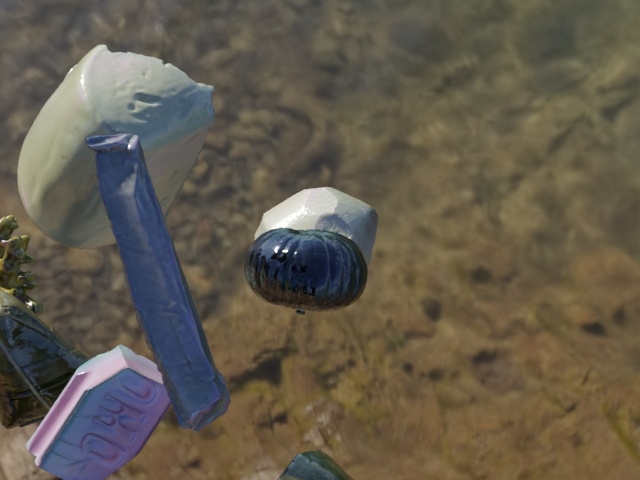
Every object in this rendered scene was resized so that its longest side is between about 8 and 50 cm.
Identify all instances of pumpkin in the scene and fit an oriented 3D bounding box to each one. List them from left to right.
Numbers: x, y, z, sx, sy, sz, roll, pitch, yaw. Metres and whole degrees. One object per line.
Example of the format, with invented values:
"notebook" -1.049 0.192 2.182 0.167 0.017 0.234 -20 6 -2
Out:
"pumpkin" -0.023 0.051 1.712 0.202 0.202 0.140 5 98 6

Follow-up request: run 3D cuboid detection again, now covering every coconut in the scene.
"coconut" 0.000 0.000 2.008 0.234 0.224 0.224 -27 58 13

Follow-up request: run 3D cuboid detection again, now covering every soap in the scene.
"soap" -0.227 0.186 1.123 0.149 0.100 0.056 -56 34 -5

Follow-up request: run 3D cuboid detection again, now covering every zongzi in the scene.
"zongzi" -0.296 0.114 1.195 0.178 0.189 0.081 -9 26 -3

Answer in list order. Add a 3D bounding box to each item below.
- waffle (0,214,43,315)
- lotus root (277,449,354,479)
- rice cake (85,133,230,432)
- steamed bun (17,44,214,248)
"waffle" -0.538 0.055 1.619 0.232 0.051 0.228 -23 90 20
"lotus root" 0.006 0.341 1.173 0.078 0.183 0.203 7 84 34
"rice cake" -0.139 0.034 0.902 0.055 0.049 0.269 -20 90 -5
"steamed bun" -0.236 -0.118 1.201 0.170 0.225 0.200 51 33 16
